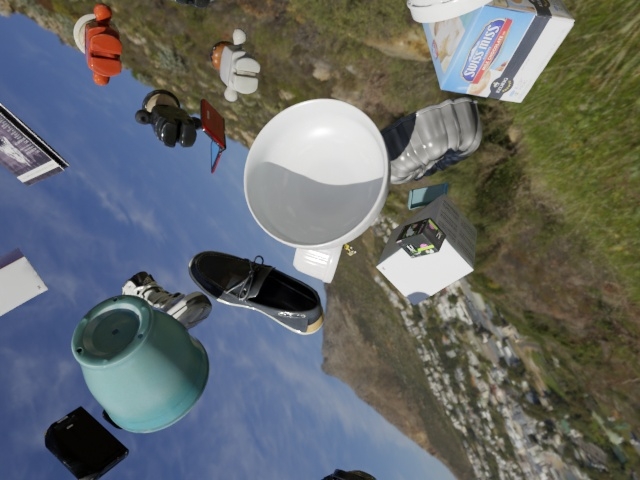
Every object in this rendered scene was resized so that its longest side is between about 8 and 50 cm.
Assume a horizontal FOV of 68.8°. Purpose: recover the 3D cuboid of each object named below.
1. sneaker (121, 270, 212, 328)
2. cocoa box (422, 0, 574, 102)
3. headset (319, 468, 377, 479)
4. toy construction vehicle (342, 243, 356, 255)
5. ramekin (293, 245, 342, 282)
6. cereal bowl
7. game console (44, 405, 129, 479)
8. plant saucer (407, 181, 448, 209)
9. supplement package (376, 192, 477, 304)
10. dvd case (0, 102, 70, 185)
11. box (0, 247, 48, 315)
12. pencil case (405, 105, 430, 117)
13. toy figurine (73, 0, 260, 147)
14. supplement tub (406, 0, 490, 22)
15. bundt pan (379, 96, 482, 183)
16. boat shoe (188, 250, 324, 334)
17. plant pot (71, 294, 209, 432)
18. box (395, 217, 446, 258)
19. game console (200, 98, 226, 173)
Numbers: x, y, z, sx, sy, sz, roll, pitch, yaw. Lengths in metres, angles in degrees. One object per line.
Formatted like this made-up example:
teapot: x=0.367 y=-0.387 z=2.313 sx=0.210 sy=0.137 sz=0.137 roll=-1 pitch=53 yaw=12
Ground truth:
sneaker: x=-0.542 y=0.202 z=1.529 sx=0.169 sy=0.447 sz=0.258 roll=-14 pitch=-105 yaw=-51
cocoa box: x=0.417 y=-0.559 z=1.177 sx=0.232 sy=0.227 sz=0.348 roll=111 pitch=161 yaw=-53
headset: x=0.087 y=0.573 z=0.893 sx=0.185 sy=0.394 sz=0.244 roll=42 pitch=-148 yaw=-20
toy construction vehicle: x=0.074 y=0.009 z=1.652 sx=0.098 sy=0.035 sz=0.086 roll=48 pitch=-179 yaw=-21
ramekin: x=0.000 y=0.000 z=1.230 sx=0.207 sy=0.108 sz=0.208 roll=-165 pitch=90 yaw=-88
cereal bowl: x=0.003 y=-0.139 z=1.070 sx=0.339 sy=0.338 sz=0.141 roll=65 pitch=-168 yaw=18
game console: x=-0.606 y=0.543 z=1.403 sx=0.213 sy=0.044 sz=0.361 roll=30 pitch=-150 yaw=20
plant saucer: x=0.356 y=-0.151 z=1.547 sx=0.018 sy=0.191 sz=0.067 roll=27 pitch=122 yaw=44
supplement package: x=0.283 y=0.021 z=1.219 sx=0.149 sy=0.194 sz=0.203 roll=45 pitch=-145 yaw=-8
dvd case: x=-0.505 y=-0.177 z=0.708 sx=0.221 sy=0.164 sz=0.018 roll=51 pitch=-130 yaw=-32
box: x=-0.715 y=0.094 z=1.059 sx=0.170 sy=0.130 sz=0.091 roll=8 pitch=127 yaw=52
pencil case: x=0.323 y=-0.386 z=1.492 sx=0.064 sy=0.070 sz=0.151 roll=39 pitch=176 yaw=-12
toy figurine: x=-0.212 y=-0.266 z=0.669 sx=0.213 sy=0.209 sz=0.148 roll=49 pitch=180 yaw=-43
supplement tub: x=0.212 y=-0.593 z=0.826 sx=0.325 sy=0.235 sz=0.236 roll=60 pitch=-174 yaw=-36
bundt pan: x=0.293 y=-0.254 z=1.286 sx=0.331 sy=0.330 sz=0.124 roll=30 pitch=-140 yaw=-82
boat shoe: x=-0.211 y=0.149 z=1.560 sx=0.499 sy=0.187 sz=0.156 roll=25 pitch=145 yaw=9
plant pot: x=-0.430 y=0.269 z=1.098 sx=0.255 sy=0.271 sz=0.272 roll=80 pitch=171 yaw=-48
box: x=0.220 y=-0.004 z=1.025 sx=0.062 sy=0.052 sz=0.083 roll=44 pitch=149 yaw=-17
game console: x=-0.291 y=-0.270 z=1.206 sx=0.124 sy=0.085 sz=0.144 roll=45 pitch=-158 yaw=-42
